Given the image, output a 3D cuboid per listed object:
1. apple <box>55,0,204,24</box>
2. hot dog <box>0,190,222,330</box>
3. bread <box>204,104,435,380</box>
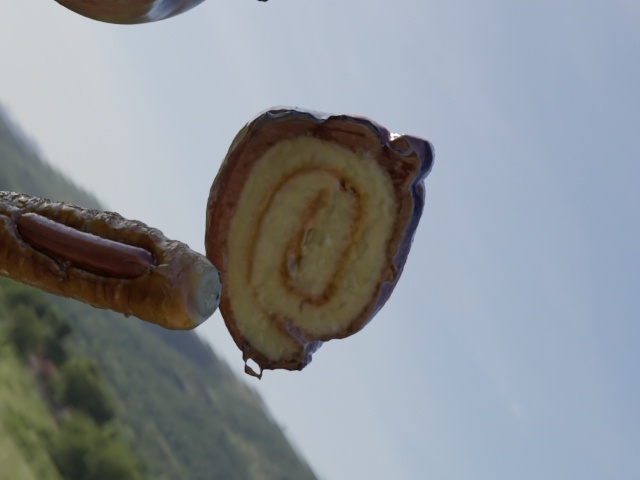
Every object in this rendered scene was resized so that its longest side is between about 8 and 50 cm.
[{"bbox_3d":[-0.165,-0.348,1.738,0.345,0.344,0.269,106,-27,-79],"label":"apple"},{"bbox_3d":[-0.161,0.005,1.192,0.215,0.066,0.047,18,-24,28],"label":"hot dog"},{"bbox_3d":[-0.012,-0.003,1.571,0.190,0.244,0.123,21,11,11],"label":"bread"}]
